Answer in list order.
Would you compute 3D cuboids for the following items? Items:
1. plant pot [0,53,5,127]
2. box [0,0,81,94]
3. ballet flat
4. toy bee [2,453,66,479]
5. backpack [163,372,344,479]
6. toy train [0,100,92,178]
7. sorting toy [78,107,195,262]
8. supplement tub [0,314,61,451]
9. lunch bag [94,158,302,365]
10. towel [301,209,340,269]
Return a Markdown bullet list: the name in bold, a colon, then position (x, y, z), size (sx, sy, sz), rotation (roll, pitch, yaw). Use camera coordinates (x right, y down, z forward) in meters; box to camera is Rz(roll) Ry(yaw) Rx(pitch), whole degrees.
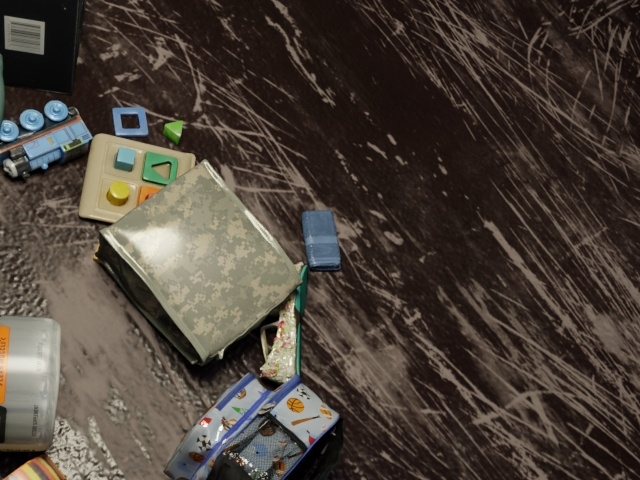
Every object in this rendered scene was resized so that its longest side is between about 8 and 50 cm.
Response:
- **plant pot**: position (-0.659, -0.189, 1.606), size (0.293, 0.293, 0.196), rotation (-11, 91, -23)
- **box**: position (-0.511, -0.496, 1.754), size (0.179, 0.343, 0.312), rotation (7, 63, -14)
- **ballet flat**: position (-0.067, 0.143, 1.732), size (0.077, 0.091, 0.241), rotation (1, 58, 6)
- **toy bee**: position (-0.489, 0.417, 1.398), size (0.195, 0.162, 0.298), rotation (31, 58, -4)
- **backpack**: position (-0.100, 0.336, 1.531), size (0.263, 0.276, 0.213), rotation (-31, 78, -42)
- **toy train**: position (-0.506, -0.178, 1.749), size (0.184, 0.080, 0.105), rotation (-29, 82, -29)
- **sorting toy**: position (-0.333, -0.107, 1.787), size (0.196, 0.047, 0.347), rotation (10, 61, -14)
- **supplement tub**: position (-0.567, 0.209, 1.452), size (0.338, 0.207, 0.207), rotation (4, 63, -16)
- **lunch bag**: position (-0.204, 0.048, 1.671), size (0.235, 0.169, 0.287), rotation (-39, 84, -24)
- **towel**: position (0.000, 0.000, 1.856), size (0.067, 0.029, 0.119), rotation (0, 64, -19)
